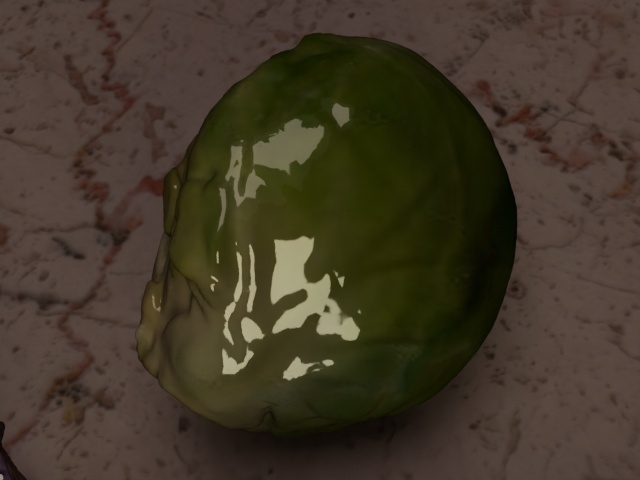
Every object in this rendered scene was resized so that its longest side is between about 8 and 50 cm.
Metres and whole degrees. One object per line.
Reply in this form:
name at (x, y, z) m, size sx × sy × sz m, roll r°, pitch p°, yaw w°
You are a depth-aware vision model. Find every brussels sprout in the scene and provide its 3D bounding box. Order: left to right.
brussels sprout at (0.000, 0.000, 0.925) m, size 0.344 × 0.344 × 0.268 m, roll -31°, pitch 22°, yaw -16°

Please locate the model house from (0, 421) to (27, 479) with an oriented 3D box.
model house at (-0.315, 0.250, 0.806) m, size 0.237 × 0.237 × 0.202 m, roll -17°, pitch 53°, yaw -7°
